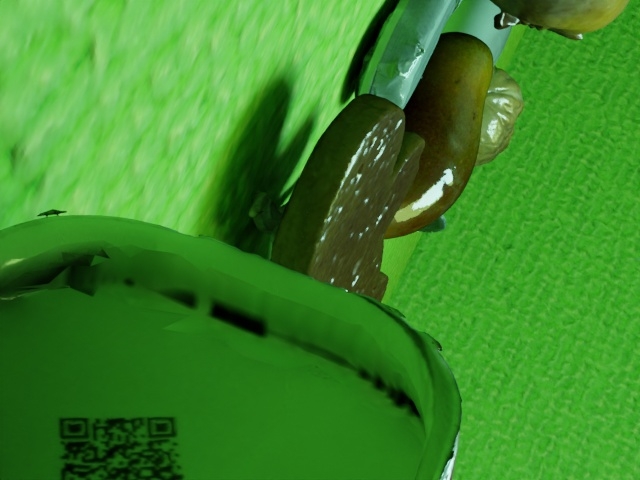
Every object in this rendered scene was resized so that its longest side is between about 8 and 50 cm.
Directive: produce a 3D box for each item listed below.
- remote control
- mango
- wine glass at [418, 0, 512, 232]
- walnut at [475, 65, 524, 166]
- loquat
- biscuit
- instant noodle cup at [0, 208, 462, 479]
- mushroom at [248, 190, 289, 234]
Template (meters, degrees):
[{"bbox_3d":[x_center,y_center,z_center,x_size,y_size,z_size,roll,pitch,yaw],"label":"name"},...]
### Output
[{"bbox_3d":[0.092,-0.207,1.086,0.104,0.052,0.247,106,9,-49],"label":"remote control"},{"bbox_3d":[0.102,-0.104,1.168,0.267,0.133,0.111,-60,-176,-25],"label":"mango"},{"bbox_3d":[0.102,-0.160,1.373,0.264,0.096,0.309,-10,-125,60],"label":"wine glass"},{"bbox_3d":[0.211,-0.181,1.609,0.155,0.155,0.184,-64,174,-1],"label":"walnut"},{"bbox_3d":[0.246,-0.328,1.154,0.238,0.193,0.238,6,90,-90],"label":"loquat"},{"bbox_3d":[-0.004,0.028,0.927,0.283,0.064,0.432,-58,166,-26],"label":"biscuit"},{"bbox_3d":[-0.083,0.174,0.447,0.294,0.294,0.307,-53,159,-55],"label":"instant noodle cup"},{"bbox_3d":[-0.016,-0.043,0.951,0.306,0.043,0.068,-45,141,-64],"label":"mushroom"}]
